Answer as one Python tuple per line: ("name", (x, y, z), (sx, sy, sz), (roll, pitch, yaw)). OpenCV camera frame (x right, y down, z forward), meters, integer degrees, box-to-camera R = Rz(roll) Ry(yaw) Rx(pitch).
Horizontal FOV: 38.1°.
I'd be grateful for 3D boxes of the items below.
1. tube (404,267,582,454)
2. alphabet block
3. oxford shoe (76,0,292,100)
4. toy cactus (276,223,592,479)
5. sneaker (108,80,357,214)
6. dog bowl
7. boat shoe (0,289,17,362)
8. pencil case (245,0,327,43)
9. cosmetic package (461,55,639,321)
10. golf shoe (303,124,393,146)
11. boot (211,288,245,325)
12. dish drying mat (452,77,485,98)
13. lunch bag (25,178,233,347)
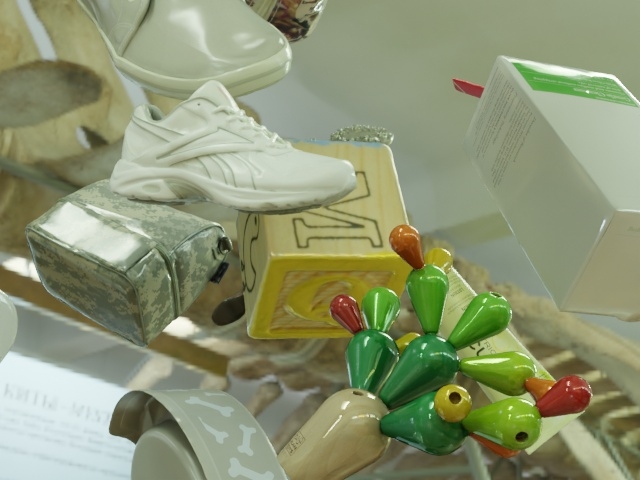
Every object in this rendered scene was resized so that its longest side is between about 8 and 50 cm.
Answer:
("tube", (0.194, 0.124, 1.066), (0.070, 0.240, 0.062), (-43, -20, 14))
("alphabet block", (0.000, 0.000, 1.233), (0.193, 0.197, 0.192), (0, -38, -13))
("oxford shoe", (-0.187, -0.285, 1.071), (0.169, 0.449, 0.130), (-23, -48, -22))
("toy cactus", (0.049, 0.089, 0.586), (0.180, 0.219, 0.112), (-39, -54, -7))
("sneaker", (-0.080, -0.083, 0.817), (0.232, 0.115, 0.090), (6, 2, 16))
("dog bowl", (-0.138, 0.334, 1.088), (0.102, 0.349, 0.349), (-10, -16, -32))
("boat shoe", (-0.399, 0.151, 0.816), (0.102, 0.301, 0.108), (-10, -55, 40))
("pencil case", (-0.009, -0.429, 1.205), (0.160, 0.183, 0.410), (35, -39, -3))
("cosmetic package", (0.339, -0.073, 1.166), (0.197, 0.365, 0.155), (5, -55, -19))
("golf shoe", (0.034, -0.128, 1.476), (0.176, 0.069, 0.086), (-17, -55, -14))
("boot", (-0.114, 0.092, 1.449), (0.106, 0.037, 0.114), (-34, -2, 7))
("dish drying mat", (0.268, -0.262, 1.618), (0.083, 0.008, 0.032), (26, -22, 34))
("lunch bag", (-0.354, 0.019, 1.753), (0.305, 0.256, 0.212), (24, -39, 25))
